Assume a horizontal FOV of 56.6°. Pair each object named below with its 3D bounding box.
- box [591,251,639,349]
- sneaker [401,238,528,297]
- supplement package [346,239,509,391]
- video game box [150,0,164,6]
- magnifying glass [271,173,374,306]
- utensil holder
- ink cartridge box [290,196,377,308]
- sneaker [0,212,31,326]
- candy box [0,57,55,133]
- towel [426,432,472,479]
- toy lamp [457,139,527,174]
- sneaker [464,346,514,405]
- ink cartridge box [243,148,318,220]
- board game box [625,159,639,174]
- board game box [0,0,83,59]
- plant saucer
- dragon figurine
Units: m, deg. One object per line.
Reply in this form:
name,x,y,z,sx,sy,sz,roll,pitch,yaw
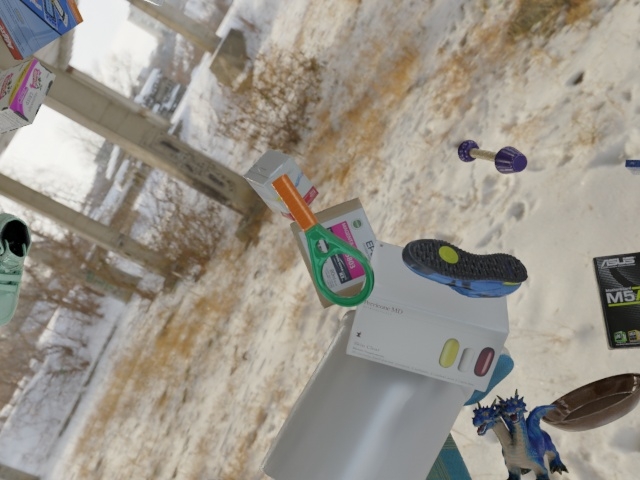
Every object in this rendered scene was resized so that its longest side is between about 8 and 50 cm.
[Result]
box,0.639,0.111,1.141,0.191,0.045,0.184,-7,73,18
sneaker,0.205,0.053,0.887,0.082,0.209,0.069,124,148,-46
supplement package,0.203,0.134,1.122,0.204,0.262,0.145,-65,-13,-59
video game box,-0.356,-0.598,1.229,0.205,0.048,0.187,34,104,39
magnifying glass,0.000,0.000,0.914,0.092,0.231,0.026,-34,3,25
utensil holder,0.097,0.397,1.267,0.385,0.328,0.328,-57,15,-20
ink cartridge box,0.053,0.033,1.508,0.193,0.234,0.088,-23,-8,-2
sneaker,-0.684,0.067,1.277,0.151,0.094,0.255,3,88,53
candy box,-0.792,-0.352,1.497,0.233,0.071,0.159,-6,59,31
towel,0.265,0.538,1.642,0.040,0.271,0.370,-53,39,29
toy lamp,0.485,-0.236,1.673,0.080,0.080,0.274,-59,20,7
sneaker,0.445,0.382,1.680,0.229,0.087,0.092,-42,11,18
ink cartridge box,-0.122,-0.173,1.836,0.127,0.176,0.128,-50,40,-12
board game box,0.758,-0.166,1.362,0.090,0.090,0.020,9,89,40
board game box,-0.483,-0.441,0.911,0.027,0.281,0.145,14,48,28
plant saucer,0.505,0.302,1.088,0.199,0.036,0.198,-25,-9,-4
dragon figurine,0.328,0.299,0.939,0.085,0.289,0.144,-14,77,35
